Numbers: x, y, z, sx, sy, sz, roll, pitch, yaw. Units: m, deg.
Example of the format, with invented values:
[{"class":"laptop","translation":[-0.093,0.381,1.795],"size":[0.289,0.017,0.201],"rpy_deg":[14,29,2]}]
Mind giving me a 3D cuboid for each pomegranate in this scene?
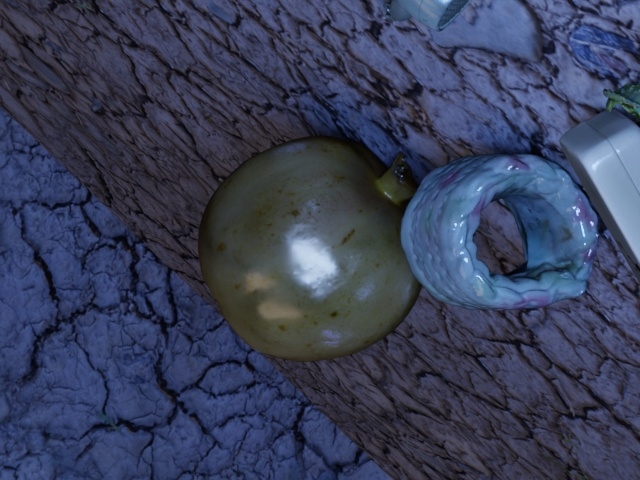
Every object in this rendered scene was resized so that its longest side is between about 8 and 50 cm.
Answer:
[{"class":"pomegranate","translation":[0.000,0.000,2.426],"size":[0.319,0.319,0.319],"rpy_deg":[36,162,13]}]

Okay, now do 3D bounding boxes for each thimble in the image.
[{"class":"thimble","translation":[0.212,-0.002,2.147],"size":[0.211,0.185,0.149],"rpy_deg":[37,166,-20]}]

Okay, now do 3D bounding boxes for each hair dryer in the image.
[{"class":"hair dryer","translation":[0.068,-0.288,1.979],"size":[0.206,0.075,0.237],"rpy_deg":[45,171,8]}]

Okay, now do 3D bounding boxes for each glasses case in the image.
[{"class":"glasses case","translation":[0.357,0.016,1.914],"size":[0.313,0.070,0.131],"rpy_deg":[58,-177,-14]}]

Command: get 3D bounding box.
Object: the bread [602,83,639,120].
[{"class":"bread","translation":[0.387,-0.084,1.617],"size":[0.301,0.045,0.301],"rpy_deg":[19,-175,-2]}]
